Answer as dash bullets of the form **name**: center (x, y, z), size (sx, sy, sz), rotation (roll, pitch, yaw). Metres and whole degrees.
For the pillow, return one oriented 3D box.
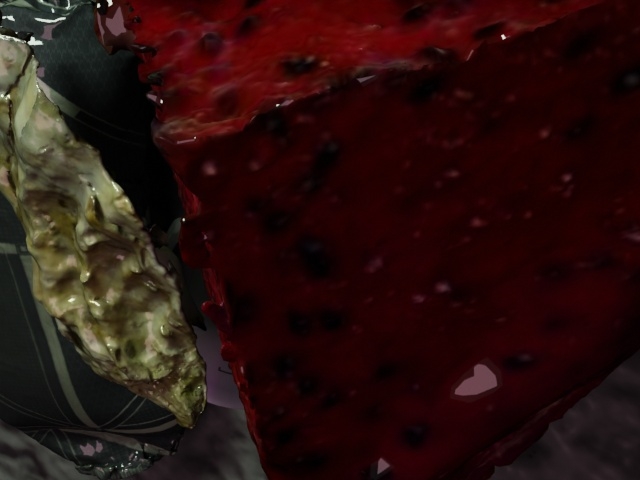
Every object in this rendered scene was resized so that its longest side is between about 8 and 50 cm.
- **pillow**: center (-0.160, 0.001, 0.746), size (0.161, 0.092, 0.335), rotation (8, 122, 19)

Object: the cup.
- **cup**: center (-0.054, 0.029, 0.700), size (0.104, 0.074, 0.116), rotation (13, 125, -5)

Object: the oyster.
- **oyster**: center (-0.121, -0.012, 0.610), size (0.133, 0.072, 0.209), rotation (45, 165, 47)

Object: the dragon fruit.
- **dragon fruit**: center (0.000, 0.000, 0.545), size (0.302, 0.240, 0.330), rotation (28, 124, 37)
